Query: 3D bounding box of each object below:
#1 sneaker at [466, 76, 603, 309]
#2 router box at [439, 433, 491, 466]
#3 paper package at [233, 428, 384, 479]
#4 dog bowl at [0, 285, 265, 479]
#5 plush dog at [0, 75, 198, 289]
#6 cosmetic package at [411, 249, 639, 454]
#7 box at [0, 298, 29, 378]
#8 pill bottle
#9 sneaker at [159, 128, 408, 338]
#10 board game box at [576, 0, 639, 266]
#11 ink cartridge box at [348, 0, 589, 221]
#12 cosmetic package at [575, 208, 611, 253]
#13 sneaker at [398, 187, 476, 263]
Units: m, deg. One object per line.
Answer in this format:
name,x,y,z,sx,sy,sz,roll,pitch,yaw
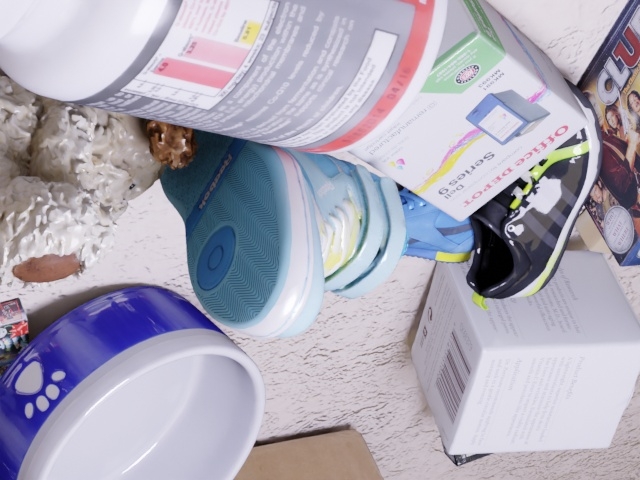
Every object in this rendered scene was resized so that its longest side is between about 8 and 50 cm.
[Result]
sneaker,0.191,-0.037,1.728,0.097,0.084,0.235,-16,126,-40
router box,0.210,0.155,2.046,0.178,0.046,0.133,-18,109,-12
paper package,-0.059,0.381,2.001,0.324,0.309,0.168,-9,142,-25
dog bowl,-0.186,0.177,1.748,0.265,0.104,0.265,-29,142,-26
plush dog,-0.219,-0.063,1.431,0.225,0.211,0.262,-12,176,-44
cosmetic package,0.210,0.112,1.903,0.183,0.151,0.151,0,130,-18
box,-0.332,0.106,1.690,0.137,0.027,0.094,-15,145,-15
pill bottle,-0.105,-0.185,1.263,0.363,0.210,0.210,9,134,-42
sneaker,0.000,0.000,1.464,0.208,0.319,0.127,27,110,-26
board game box,0.302,-0.116,1.677,0.042,0.165,0.243,-4,141,-29
ink cartridge box,0.111,-0.122,1.608,0.154,0.093,0.212,-37,147,17
cosmetic package,0.321,-0.038,1.914,0.060,0.041,0.115,5,137,-39
sneaker,0.072,-0.025,1.749,0.209,0.069,0.082,0,128,-34
